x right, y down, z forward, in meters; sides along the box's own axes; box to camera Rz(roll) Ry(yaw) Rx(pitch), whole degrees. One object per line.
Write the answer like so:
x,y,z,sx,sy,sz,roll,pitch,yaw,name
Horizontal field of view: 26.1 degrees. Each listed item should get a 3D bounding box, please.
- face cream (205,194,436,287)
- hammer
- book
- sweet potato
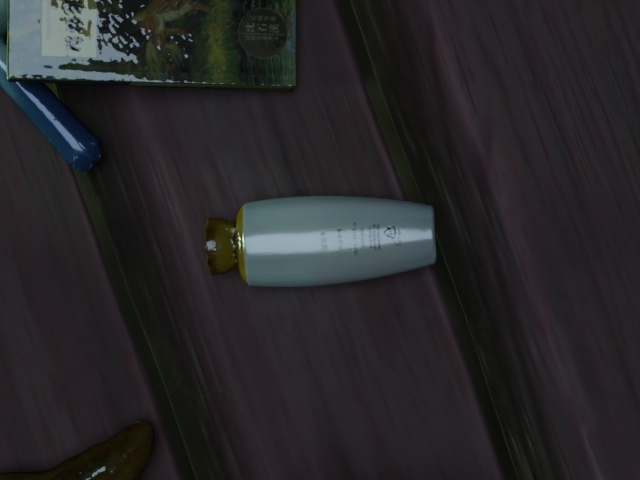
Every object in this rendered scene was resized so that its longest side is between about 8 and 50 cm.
0.000,0.000,1.091,0.182,0.051,0.072,-4,89,3,face cream
-0.249,-0.129,1.111,0.116,0.069,0.194,-43,90,0,hammer
-0.131,-0.201,1.093,0.228,0.024,0.160,1,88,-11,book
-0.214,0.199,1.102,0.182,0.053,0.054,-18,125,6,sweet potato
